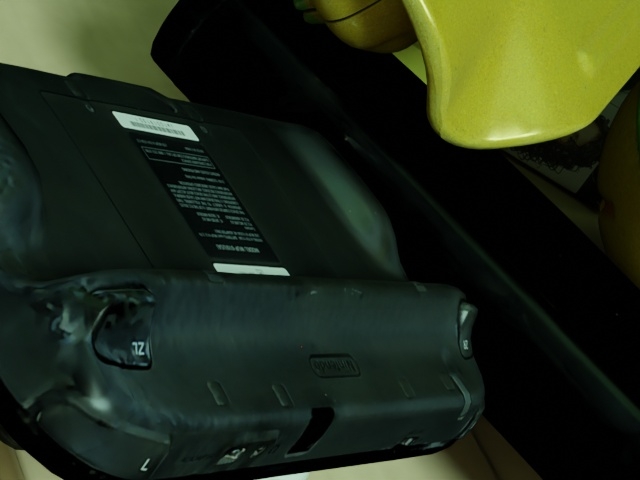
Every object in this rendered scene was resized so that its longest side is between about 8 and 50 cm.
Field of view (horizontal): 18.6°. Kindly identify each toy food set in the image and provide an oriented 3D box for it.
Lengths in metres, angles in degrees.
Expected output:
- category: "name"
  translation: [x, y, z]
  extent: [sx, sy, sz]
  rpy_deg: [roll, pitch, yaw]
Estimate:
- category: "toy food set"
  translation: [0.053, -0.103, 0.649]
  extent: [0.128, 0.071, 0.218]
  rpy_deg: [61, 37, -11]

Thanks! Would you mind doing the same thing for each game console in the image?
- category: "game console"
  translation: [0.000, 0.000, 0.522]
  extent: [0.213, 0.044, 0.361]
  rpy_deg: [47, 17, 21]

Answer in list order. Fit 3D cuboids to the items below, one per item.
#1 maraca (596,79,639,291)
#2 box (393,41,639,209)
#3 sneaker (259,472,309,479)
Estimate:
- category: "maraca"
  translation: [0.165, 0.005, 0.699]
  extent: [0.185, 0.099, 0.127]
  rpy_deg: [43, 45, -34]
- category: "box"
  translation: [0.037, -0.112, 0.749]
  extent: [0.232, 0.087, 0.058]
  rpy_deg: [32, 32, -5]
- category: "sneaker"
  translation: [-0.023, 0.019, 0.562]
  extent: [0.040, 0.044, 0.109]
  rpy_deg: [2, 43, -38]
